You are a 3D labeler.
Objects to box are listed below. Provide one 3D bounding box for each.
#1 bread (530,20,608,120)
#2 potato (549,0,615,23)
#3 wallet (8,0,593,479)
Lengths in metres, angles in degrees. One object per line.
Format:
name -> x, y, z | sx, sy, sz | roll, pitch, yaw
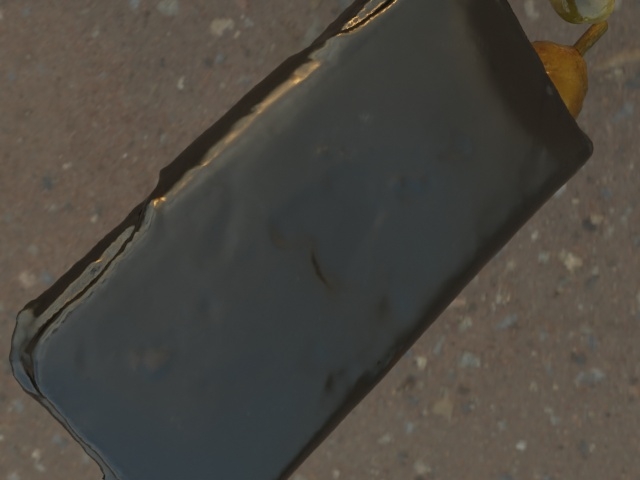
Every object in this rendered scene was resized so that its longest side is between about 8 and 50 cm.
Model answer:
bread -> 0.107, -0.055, 0.916 | 0.084, 0.344, 0.124 | 43, 159, -5
potato -> 0.164, -0.179, 0.798 | 0.051, 0.040, 0.083 | -9, 103, 34
wallet -> 0.000, 0.000, 0.728 | 0.197, 0.377, 0.051 | 52, 162, -28
